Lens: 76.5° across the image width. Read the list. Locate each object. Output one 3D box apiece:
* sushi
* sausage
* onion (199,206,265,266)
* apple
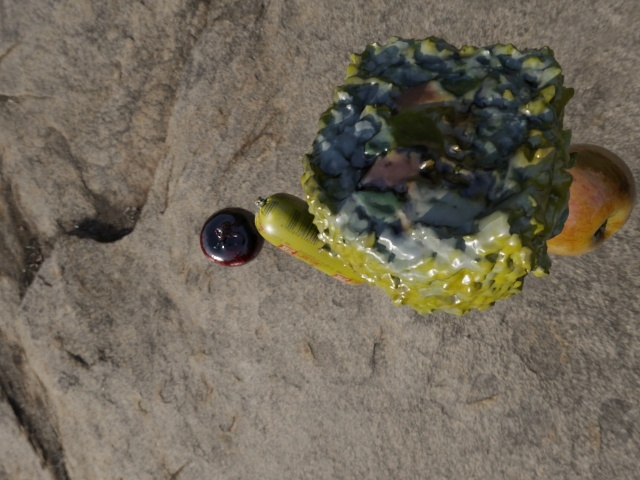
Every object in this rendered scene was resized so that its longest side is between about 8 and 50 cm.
[{"bbox_3d":[0.177,-0.097,0.591,0.351,0.240,0.396,12,64,23],"label":"sushi"},{"bbox_3d":[0.000,0.000,0.930,0.347,0.123,0.123,30,104,-16],"label":"sausage"},{"bbox_3d":[-0.371,-0.022,1.669,0.273,0.285,0.273,-2,76,6],"label":"onion"},{"bbox_3d":[0.874,-0.128,1.415,0.400,0.400,0.333,-37,66,16],"label":"apple"}]
